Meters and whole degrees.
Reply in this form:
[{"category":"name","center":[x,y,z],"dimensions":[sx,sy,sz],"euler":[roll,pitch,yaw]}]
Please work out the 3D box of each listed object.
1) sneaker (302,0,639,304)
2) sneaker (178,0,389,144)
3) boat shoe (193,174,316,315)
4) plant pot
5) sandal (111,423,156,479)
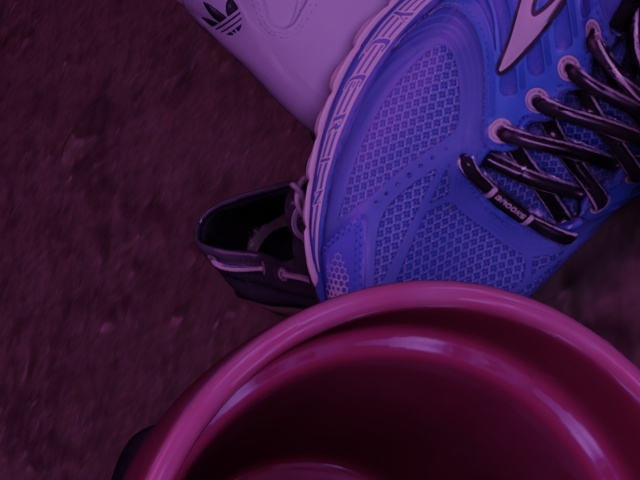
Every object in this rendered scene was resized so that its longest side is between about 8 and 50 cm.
[{"category":"sneaker","center":[0.109,-0.075,0.669],"dimensions":[0.330,0.129,0.147],"euler":[-55,22,13]},{"category":"sneaker","center":[0.041,-0.214,0.821],"dimensions":[0.137,0.210,0.366],"euler":[-18,41,56]},{"category":"boat shoe","center":[0.000,0.000,0.876],"dimensions":[0.206,0.065,0.075],"euler":[-8,54,59]},{"category":"plant pot","center":[0.014,0.127,0.587],"dimensions":[0.180,0.201,0.201],"euler":[143,149,-70]},{"category":"sandal","center":[-0.102,0.208,0.833],"dimensions":[0.054,0.097,0.254],"euler":[-26,32,51]}]
